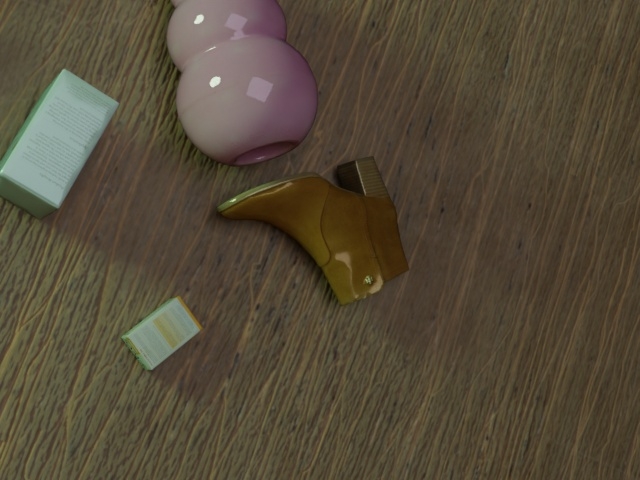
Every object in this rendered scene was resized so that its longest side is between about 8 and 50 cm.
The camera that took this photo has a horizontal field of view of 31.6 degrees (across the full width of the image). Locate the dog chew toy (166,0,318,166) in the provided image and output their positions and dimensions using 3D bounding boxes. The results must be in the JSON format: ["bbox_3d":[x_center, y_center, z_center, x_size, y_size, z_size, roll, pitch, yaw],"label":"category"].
[{"bbox_3d":[-0.129,-0.281,1.647,0.206,0.206,0.332,-13,81,-26],"label":"dog chew toy"}]

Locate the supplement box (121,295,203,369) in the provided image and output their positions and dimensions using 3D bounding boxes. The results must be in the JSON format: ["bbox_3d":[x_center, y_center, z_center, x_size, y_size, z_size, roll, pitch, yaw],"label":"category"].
[{"bbox_3d":[-0.228,0.133,1.633,0.098,0.036,0.062,-38,100,-24],"label":"supplement box"}]

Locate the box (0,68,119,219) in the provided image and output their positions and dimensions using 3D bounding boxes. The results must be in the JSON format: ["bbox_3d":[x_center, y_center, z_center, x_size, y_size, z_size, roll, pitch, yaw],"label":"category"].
[{"bbox_3d":[-0.367,-0.129,1.548,0.091,0.130,0.171,32,72,-19],"label":"box"}]

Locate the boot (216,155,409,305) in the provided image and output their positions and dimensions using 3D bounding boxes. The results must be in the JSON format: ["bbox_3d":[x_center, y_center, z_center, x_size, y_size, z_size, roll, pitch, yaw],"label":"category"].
[{"bbox_3d":[0.000,0.000,1.718,0.295,0.104,0.211,-16,90,-30],"label":"boot"}]
